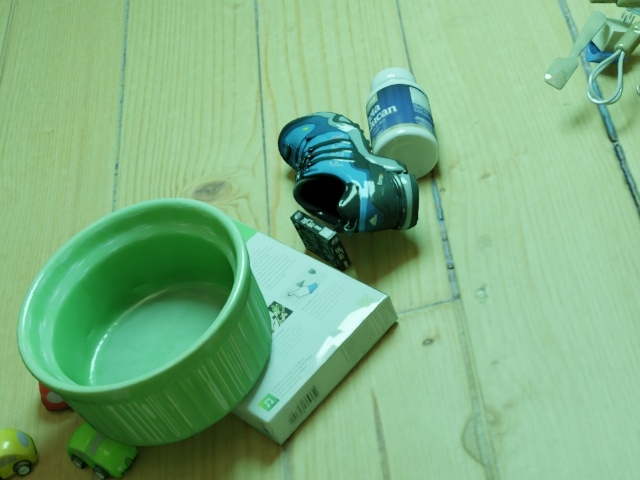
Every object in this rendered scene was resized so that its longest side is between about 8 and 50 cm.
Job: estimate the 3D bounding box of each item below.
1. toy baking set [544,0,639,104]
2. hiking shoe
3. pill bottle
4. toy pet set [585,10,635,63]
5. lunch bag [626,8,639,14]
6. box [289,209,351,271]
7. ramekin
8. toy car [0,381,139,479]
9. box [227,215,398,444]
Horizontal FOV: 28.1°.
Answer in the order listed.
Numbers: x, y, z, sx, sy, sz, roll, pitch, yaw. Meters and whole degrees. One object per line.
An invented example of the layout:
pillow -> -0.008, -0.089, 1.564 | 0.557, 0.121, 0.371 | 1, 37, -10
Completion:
toy baking set -> 0.441, -0.271, 1.774 | 0.256, 0.030, 0.197 | 4, 67, 1
hiking shoe -> 0.008, -0.099, 1.770 | 0.132, 0.113, 0.304 | -12, 28, -29
pill bottle -> 0.114, -0.173, 1.848 | 0.094, 0.094, 0.169 | -16, 43, 9
toy pet set -> 0.448, -0.275, 1.848 | 0.114, 0.065, 0.122 | 2, 39, -24
lunch bag -> 0.494, -0.390, 1.916 | 0.083, 0.071, 0.053 | -38, 43, -16
box -> 0.000, 0.000, 1.744 | 0.018, 0.067, 0.083 | -43, 45, -16
ramekin -> -0.207, 0.107, 1.588 | 0.303, 0.148, 0.303 | -13, 45, 14
toy car -> -0.330, 0.243, 1.655 | 0.225, 0.053, 0.239 | 14, 54, 34
box -> -0.090, 0.107, 1.687 | 0.322, 0.058, 0.232 | 27, 62, 39
